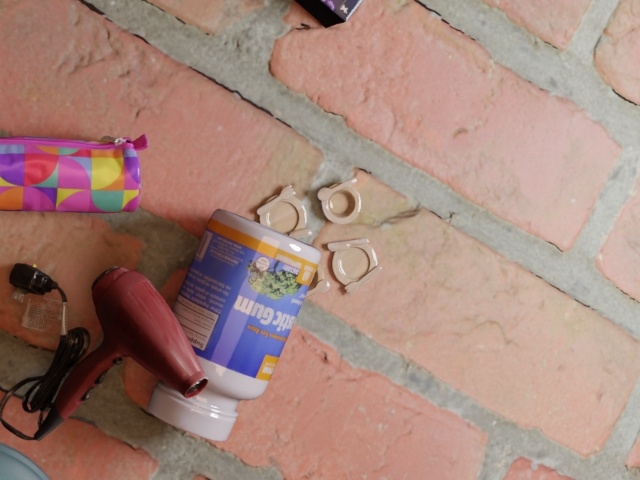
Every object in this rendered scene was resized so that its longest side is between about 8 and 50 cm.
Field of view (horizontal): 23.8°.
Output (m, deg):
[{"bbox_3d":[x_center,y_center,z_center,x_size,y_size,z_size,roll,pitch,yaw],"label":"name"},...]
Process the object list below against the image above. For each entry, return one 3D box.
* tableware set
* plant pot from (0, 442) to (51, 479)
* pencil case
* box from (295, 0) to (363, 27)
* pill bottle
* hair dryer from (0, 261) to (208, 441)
[{"bbox_3d":[0.000,0.000,2.026,0.141,0.020,0.169,-20,98,-14],"label":"tableware set"},{"bbox_3d":[-0.439,0.398,1.838,0.293,0.196,0.293,-1,94,-15],"label":"plant pot"},{"bbox_3d":[-0.336,-0.087,1.890,0.236,0.104,0.105,-2,94,-16],"label":"pencil case"},{"bbox_3d":[0.032,-0.436,1.970,0.184,0.103,0.261,39,83,-17],"label":"box"},{"bbox_3d":[-0.116,0.110,1.929,0.152,0.152,0.272,22,91,-15],"label":"pill bottle"},{"bbox_3d":[-0.263,0.143,1.878,0.293,0.080,0.224,4,93,28],"label":"hair dryer"}]
